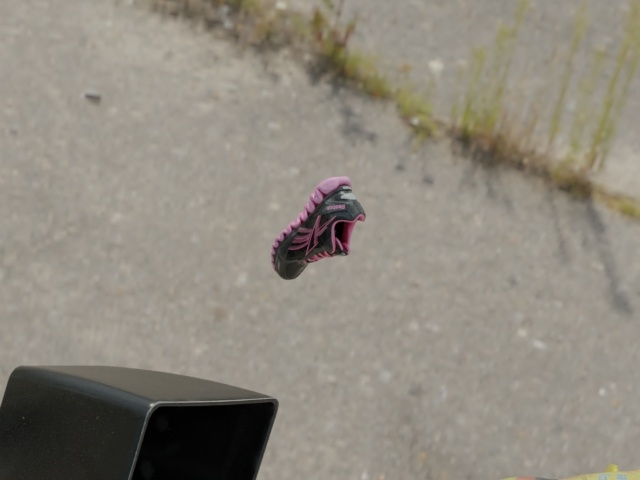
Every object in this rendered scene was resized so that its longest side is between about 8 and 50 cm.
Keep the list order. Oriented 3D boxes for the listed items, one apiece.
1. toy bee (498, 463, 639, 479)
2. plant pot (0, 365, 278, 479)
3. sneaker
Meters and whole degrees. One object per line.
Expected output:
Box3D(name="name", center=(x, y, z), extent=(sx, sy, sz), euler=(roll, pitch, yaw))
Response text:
Box3D(name="toy bee", center=(0.223, 0.185, 1.066), extent=(0.298, 0.162, 0.195), euler=(4, 4, -17))
Box3D(name="plant pot", center=(-0.173, 0.192, 1.321), extent=(0.167, 0.188, 0.187), euler=(20, 6, 30))
Box3D(name="sneaker", center=(0.000, 0.000, 1.417), extent=(0.047, 0.119, 0.057), euler=(-10, 54, -47))
